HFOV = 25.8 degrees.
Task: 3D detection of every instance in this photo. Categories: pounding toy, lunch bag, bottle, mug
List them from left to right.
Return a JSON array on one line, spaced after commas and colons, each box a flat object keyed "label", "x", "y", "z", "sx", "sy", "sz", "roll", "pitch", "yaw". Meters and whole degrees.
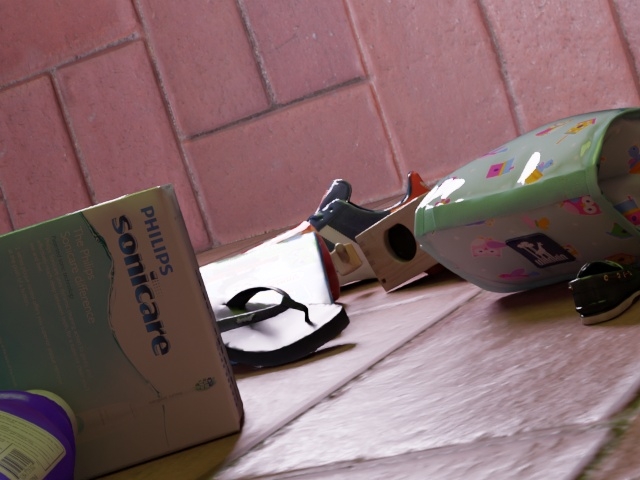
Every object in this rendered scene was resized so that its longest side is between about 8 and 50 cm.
[{"label": "bottle", "x": -0.235, "y": 0.164, "z": 0.982, "sx": 0.118, "sy": 0.092, "sz": 0.283, "roll": 20, "pitch": 6, "yaw": 1}, {"label": "mug", "x": -0.072, "y": 0.051, "z": 1.781, "sx": 0.169, "sy": 0.113, "sz": 0.150, "roll": -23, "pitch": -13, "yaw": -16}, {"label": "pounding toy", "x": 0.101, "y": 0.016, "z": 1.759, "sx": 0.181, "sy": 0.094, "sz": 0.206, "roll": -26, "pitch": -5, "yaw": -44}, {"label": "lunch bag", "x": 0.247, "y": -0.042, "z": 1.381, "sx": 0.223, "sy": 0.160, "sz": 0.262, "roll": -13, "pitch": 0, "yaw": 41}]

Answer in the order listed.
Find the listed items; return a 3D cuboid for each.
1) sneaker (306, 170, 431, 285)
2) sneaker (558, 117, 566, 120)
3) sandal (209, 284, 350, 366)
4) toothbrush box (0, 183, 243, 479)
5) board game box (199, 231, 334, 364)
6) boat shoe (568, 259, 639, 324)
[{"label": "sneaker", "x": 0.000, "y": 0.000, "z": 1.940, "sx": 0.350, "sy": 0.148, "sz": 0.131, "roll": -18, "pitch": 4, "yaw": -2}, {"label": "sneaker", "x": 0.353, "y": -0.100, "z": 1.870, "sx": 0.121, "sy": 0.099, "sz": 0.262, "roll": -10, "pitch": -14, "yaw": -20}, {"label": "sandal", "x": -0.087, "y": 0.084, "z": 1.493, "sx": 0.255, "sy": 0.054, "sz": 0.097, "roll": 0, "pitch": 30, "yaw": 35}, {"label": "toothbrush box", "x": -0.235, "y": 0.095, "z": 1.188, "sx": 0.296, "sy": 0.216, "sz": 0.126, "roll": -19, "pitch": 4, "yaw": 0}, {"label": "board game box", "x": -0.067, "y": 0.068, "z": 1.628, "sx": 0.160, "sy": 0.039, "sz": 0.211, "roll": -18, "pitch": 25, "yaw": 2}, {"label": "boat shoe", "x": 0.243, "y": 0.035, "z": 1.176, "sx": 0.049, "sy": 0.042, "sz": 0.133, "roll": -18, "pitch": 2, "yaw": 26}]
